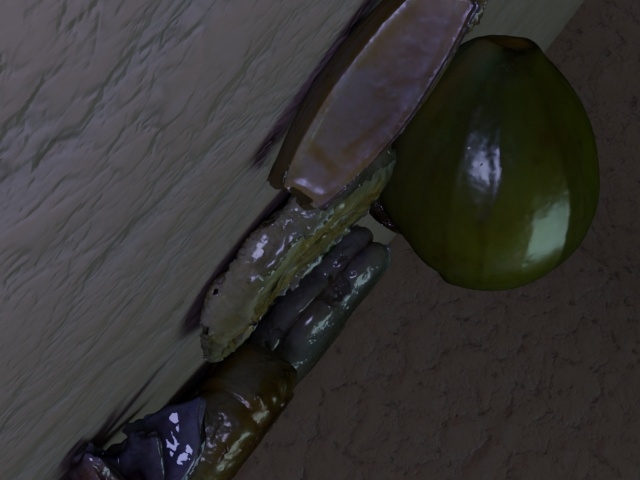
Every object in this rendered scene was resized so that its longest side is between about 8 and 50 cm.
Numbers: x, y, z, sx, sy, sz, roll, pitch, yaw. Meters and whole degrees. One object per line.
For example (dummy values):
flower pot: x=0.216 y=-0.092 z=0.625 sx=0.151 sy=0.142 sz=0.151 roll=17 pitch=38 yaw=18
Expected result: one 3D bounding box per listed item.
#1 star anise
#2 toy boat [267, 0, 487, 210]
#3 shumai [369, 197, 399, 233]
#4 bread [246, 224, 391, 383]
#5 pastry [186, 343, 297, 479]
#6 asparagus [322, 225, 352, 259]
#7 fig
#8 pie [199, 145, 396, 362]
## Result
star anise: x=-0.193 y=0.232 z=0.989 sx=0.229 sy=0.093 sz=0.236 roll=-44 pitch=170 yaw=-6
toy boat: x=0.034 y=-0.103 z=0.663 sx=0.206 sy=0.064 sz=0.072 roll=-50 pitch=-167 yaw=22
shumai: x=0.106 y=-0.065 z=1.246 sx=0.105 sy=0.123 sz=0.139 roll=-31 pitch=177 yaw=-42
bread: x=-0.024 y=0.126 z=1.553 sx=0.337 sy=0.102 sz=0.183 roll=-54 pitch=174 yaw=33
pastry: x=-0.134 y=0.240 z=1.367 sx=0.235 sy=0.121 sz=0.257 roll=-53 pitch=173 yaw=-7
asparagus: x=0.000 y=0.000 z=1.199 sx=0.045 sy=0.041 sz=0.178 roll=-34 pitch=166 yaw=-43
fig: x=0.178 y=-0.087 z=1.071 sx=0.239 sy=0.239 sz=0.271 roll=-46 pitch=152 yaw=-40
pie: x=-0.023 y=0.007 z=0.972 sx=0.274 sy=0.055 sz=0.274 roll=-49 pitch=174 yaw=-7
